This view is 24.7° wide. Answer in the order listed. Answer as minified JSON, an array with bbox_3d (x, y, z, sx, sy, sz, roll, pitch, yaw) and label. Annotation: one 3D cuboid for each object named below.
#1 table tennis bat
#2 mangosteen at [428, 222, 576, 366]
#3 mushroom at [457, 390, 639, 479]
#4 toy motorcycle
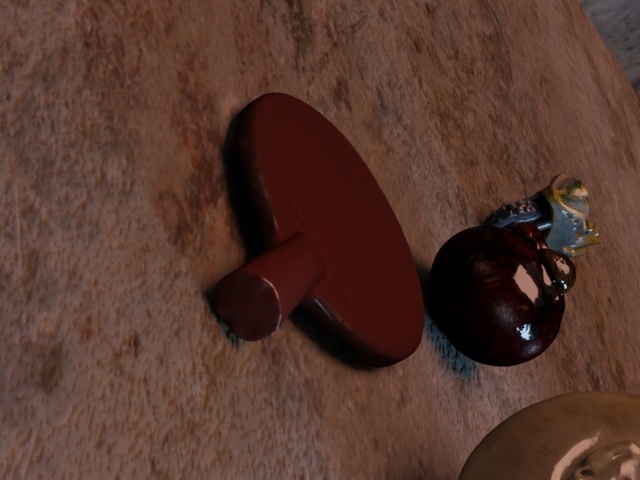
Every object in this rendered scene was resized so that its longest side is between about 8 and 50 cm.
[{"bbox_3d":[0.000,0.000,1.262,0.268,0.051,0.415,59,20,-5],"label":"table tennis bat"},{"bbox_3d":[0.187,0.050,1.485,0.152,0.152,0.152,48,25,-31],"label":"mangosteen"},{"bbox_3d":[0.271,0.244,1.141,0.314,0.336,0.314,8,66,-20],"label":"mushroom"},{"bbox_3d":[0.298,-0.018,1.841,0.229,0.130,0.094,24,39,-58],"label":"toy motorcycle"}]
